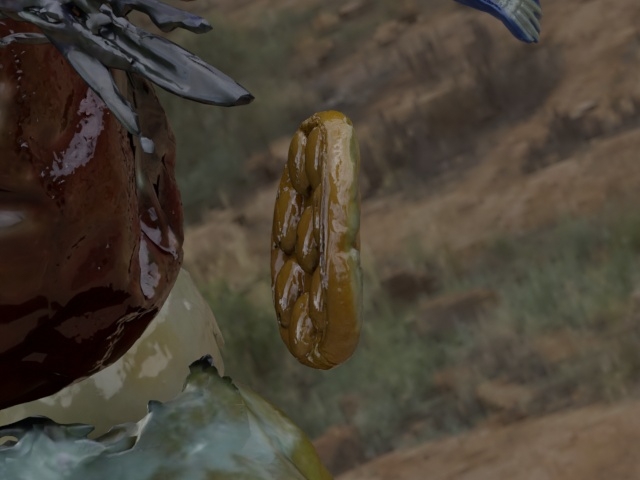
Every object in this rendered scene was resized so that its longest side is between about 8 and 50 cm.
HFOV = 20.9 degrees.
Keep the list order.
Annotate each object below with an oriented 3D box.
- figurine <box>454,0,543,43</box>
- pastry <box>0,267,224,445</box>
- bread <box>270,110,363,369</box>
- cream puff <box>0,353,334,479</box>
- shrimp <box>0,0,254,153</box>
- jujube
[{"bbox_3d":[0.097,-0.269,1.262,0.164,0.262,0.121,-61,10,17],"label":"figurine"},{"bbox_3d":[-0.194,0.096,1.255,0.265,0.133,0.265,-16,3,1],"label":"pastry"},{"bbox_3d":[0.000,0.000,0.713,0.024,0.110,0.110,3,16,-14],"label":"bread"},{"bbox_3d":[-0.126,0.240,0.952,0.323,0.270,0.274,-8,36,2],"label":"cream puff"},{"bbox_3d":[-0.145,-0.151,0.496,0.372,0.172,0.137,26,23,18],"label":"shrimp"},{"bbox_3d":[-0.219,-0.098,0.866,0.276,0.377,0.276,-27,25,14],"label":"jujube"}]
